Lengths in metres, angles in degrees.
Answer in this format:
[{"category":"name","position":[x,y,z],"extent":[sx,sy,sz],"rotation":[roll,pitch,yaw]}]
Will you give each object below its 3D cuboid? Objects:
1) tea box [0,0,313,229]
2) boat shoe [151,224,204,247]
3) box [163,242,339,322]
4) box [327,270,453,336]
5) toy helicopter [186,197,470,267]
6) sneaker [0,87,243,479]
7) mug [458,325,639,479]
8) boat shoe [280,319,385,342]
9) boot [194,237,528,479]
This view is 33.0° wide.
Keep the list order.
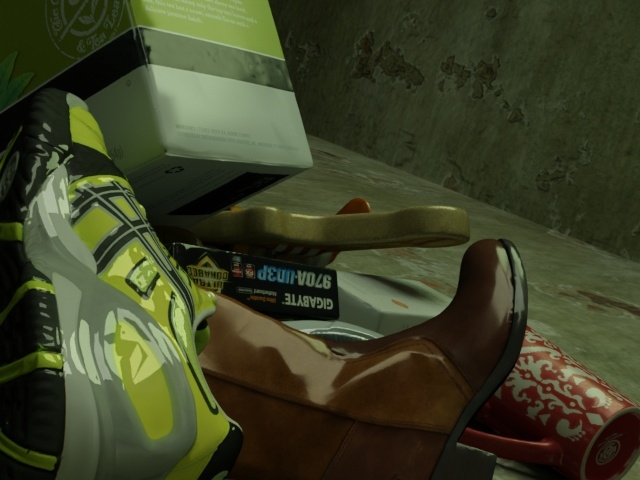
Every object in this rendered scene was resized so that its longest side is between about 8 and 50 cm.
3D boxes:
[{"category":"tea box","position":[-0.229,-0.167,1.089],"extent":[0.329,0.324,0.220],"rotation":[-24,-15,33]},{"category":"boat shoe","position":[-0.178,0.026,1.096],"extent":[0.170,0.063,0.059],"rotation":[-12,-19,31]},{"category":"box","position":[-0.115,0.051,0.969],"extent":[0.175,0.051,0.220],"rotation":[-12,-14,35]},{"category":"box","position":[0.074,0.099,1.152],"extent":[0.170,0.091,0.130],"rotation":[8,14,-39]},{"category":"toy helicopter","position":[0.000,0.000,1.230],"extent":[0.354,0.140,0.235],"rotation":[-3,-13,22]},{"category":"sneaker","position":[-0.159,0.036,0.740],"extent":[0.147,0.145,0.385],"rotation":[19,32,-30]},{"category":"mug","position":[0.206,0.170,1.033],"extent":[0.169,0.150,0.113],"rotation":[33,-17,45]},{"category":"boat shoe","position":[-0.049,0.106,0.902],"extent":[0.302,0.109,0.094],"rotation":[11,8,-16]},{"category":"boot","position":[0.004,0.080,0.824],"extent":[0.280,0.264,0.096],"rotation":[17,-22,3]}]
